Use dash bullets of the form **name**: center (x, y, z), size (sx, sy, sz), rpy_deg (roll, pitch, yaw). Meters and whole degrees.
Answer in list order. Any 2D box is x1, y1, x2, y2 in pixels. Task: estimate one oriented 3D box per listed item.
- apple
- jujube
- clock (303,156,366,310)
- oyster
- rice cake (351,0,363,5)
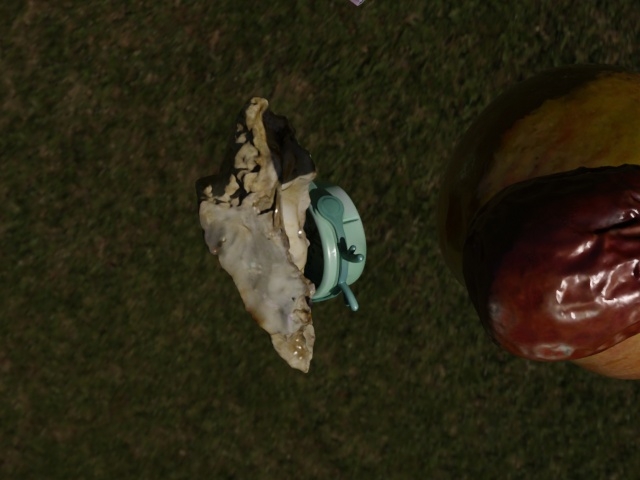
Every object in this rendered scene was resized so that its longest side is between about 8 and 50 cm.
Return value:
- **apple**: center (0.340, -0.032, 1.356), size (0.400, 0.400, 0.334), rpy_deg (29, 101, -3)
- **jujube**: center (0.237, 0.012, 0.936), size (0.236, 0.168, 0.168), rpy_deg (-14, 121, -7)
- **clock**: center (0.000, 0.000, 1.414), size (0.066, 0.211, 0.159), rpy_deg (-16, 131, -26)
- **oyster**: center (-0.061, -0.008, 1.226), size (0.110, 0.166, 0.341), rpy_deg (-2, 140, 15)
- **rice cake**: center (-0.030, -0.313, 1.129), size (0.210, 0.034, 0.043), rpy_deg (31, 134, -17)
